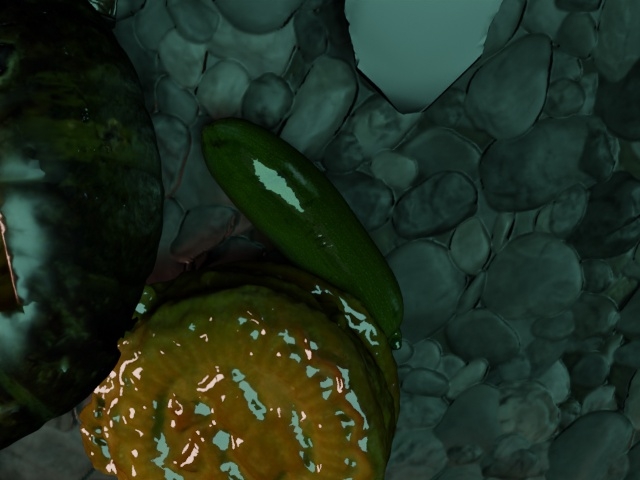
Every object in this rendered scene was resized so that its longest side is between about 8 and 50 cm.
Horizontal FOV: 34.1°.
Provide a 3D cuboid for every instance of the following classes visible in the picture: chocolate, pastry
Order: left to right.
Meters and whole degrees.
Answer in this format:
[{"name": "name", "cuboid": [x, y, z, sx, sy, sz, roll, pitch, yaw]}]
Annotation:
[{"name": "pastry", "cuboid": [-0.056, 0.129, 0.793, 0.235, 0.132, 0.240, 8, 108, 13]}, {"name": "chocolate", "cuboid": [0.059, -0.177, 0.753, 0.125, 0.080, 0.149, 15, 113, -11]}]

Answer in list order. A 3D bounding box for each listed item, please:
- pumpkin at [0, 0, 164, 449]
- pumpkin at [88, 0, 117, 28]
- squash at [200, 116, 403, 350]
[{"name": "pumpkin", "cuboid": [-0.248, -0.018, 0.625, 0.320, 0.192, 0.321, -1, 93, -12]}, {"name": "pumpkin", "cuboid": [-0.166, -0.198, 0.695, 0.073, 0.035, 0.101, 4, 107, -32]}, {"name": "squash", "cuboid": [0.000, 0.000, 0.811, 0.069, 0.069, 0.258, -39, 118, 0]}]
